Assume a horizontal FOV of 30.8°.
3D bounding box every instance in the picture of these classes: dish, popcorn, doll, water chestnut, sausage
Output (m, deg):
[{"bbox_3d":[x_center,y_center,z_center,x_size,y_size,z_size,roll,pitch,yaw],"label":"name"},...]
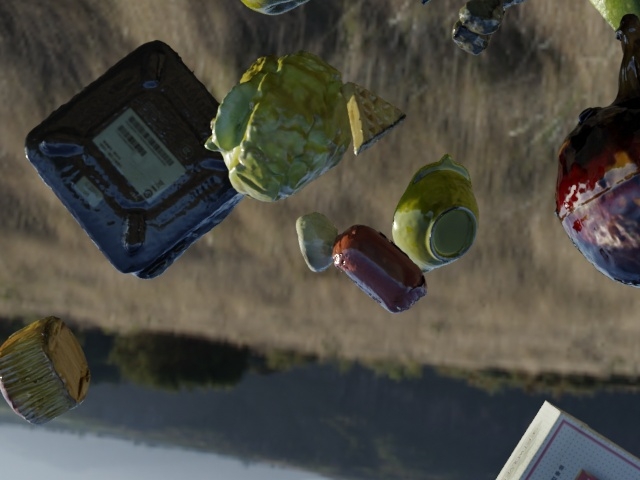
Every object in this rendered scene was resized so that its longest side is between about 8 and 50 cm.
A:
[{"bbox_3d":[0.198,-0.029,1.859,0.148,0.208,0.080,-3,-154,-24],"label":"dish"},{"bbox_3d":[-0.049,-0.158,1.579,0.183,0.221,0.204,36,120,-4],"label":"popcorn"},{"bbox_3d":[0.233,-0.312,1.385,0.091,0.286,0.203,25,163,16],"label":"doll"},{"bbox_3d":[0.423,-0.104,1.405,0.335,0.347,0.335,-29,177,-2],"label":"water chestnut"},{"bbox_3d":[0.078,0.036,1.544,0.141,0.076,0.076,41,169,4],"label":"sausage"}]

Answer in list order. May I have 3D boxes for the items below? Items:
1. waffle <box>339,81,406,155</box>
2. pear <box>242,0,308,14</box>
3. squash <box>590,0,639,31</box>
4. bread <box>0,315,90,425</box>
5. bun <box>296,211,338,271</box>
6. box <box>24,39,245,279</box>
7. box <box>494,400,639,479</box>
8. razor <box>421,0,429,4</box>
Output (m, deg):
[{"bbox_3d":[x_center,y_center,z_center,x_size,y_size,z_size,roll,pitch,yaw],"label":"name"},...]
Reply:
[{"bbox_3d":[0.072,-0.132,1.406,0.097,0.153,0.023,28,119,-25],"label":"waffle"},{"bbox_3d":[-0.072,-0.450,1.781,0.198,0.198,0.198,6,169,1],"label":"pear"},{"bbox_3d":[0.446,-0.256,1.540,0.169,0.252,0.093,-8,-160,36],"label":"squash"},{"bbox_3d":[-0.415,0.195,1.731,0.114,0.132,0.190,-27,-168,5],"label":"bread"},{"bbox_3d":[0.000,0.000,1.597,0.054,0.086,0.086,-17,165,6],"label":"bun"},{"bbox_3d":[-0.322,-0.152,2.158,0.359,0.350,0.091,49,174,7],"label":"box"},{"bbox_3d":[0.475,0.451,1.998,0.330,0.210,0.095,32,180,-9],"label":"box"},{"bbox_3d":[0.086,-0.376,1.374,0.082,0.042,0.253,-32,139,23],"label":"razor"}]
